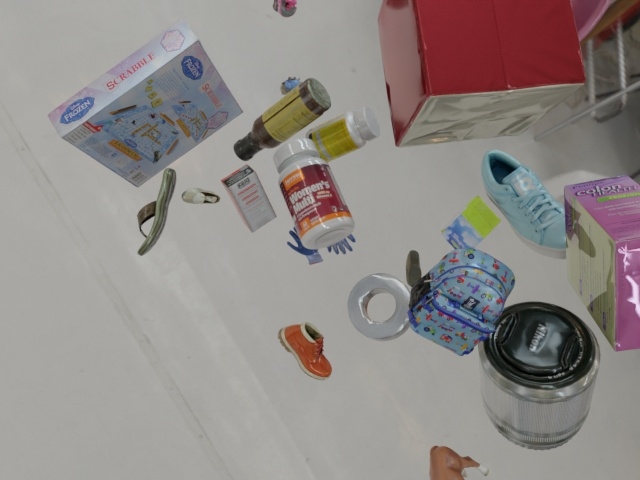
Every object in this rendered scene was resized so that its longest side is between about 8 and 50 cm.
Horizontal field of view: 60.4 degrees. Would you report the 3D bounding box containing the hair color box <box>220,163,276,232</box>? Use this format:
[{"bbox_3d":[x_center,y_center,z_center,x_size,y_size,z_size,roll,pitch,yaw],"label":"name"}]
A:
[{"bbox_3d":[-0.158,-0.092,1.226,0.072,0.043,0.141,-34,135,-13],"label":"hair color box"}]

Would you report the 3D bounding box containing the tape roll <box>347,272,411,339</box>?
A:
[{"bbox_3d":[0.202,0.221,1.830,0.072,0.219,0.219,46,44,-65],"label":"tape roll"}]

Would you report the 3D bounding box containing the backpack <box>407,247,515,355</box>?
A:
[{"bbox_3d":[0.261,0.105,0.997,0.158,0.173,0.117,31,41,-6],"label":"backpack"}]

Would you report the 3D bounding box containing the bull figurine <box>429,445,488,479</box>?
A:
[{"bbox_3d":[0.354,0.692,1.450,0.188,0.101,0.310,26,39,-9],"label":"bull figurine"}]

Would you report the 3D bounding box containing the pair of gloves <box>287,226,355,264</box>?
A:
[{"bbox_3d":[0.000,0.000,1.667,0.023,0.198,0.159,-86,154,-51],"label":"pair of gloves"}]

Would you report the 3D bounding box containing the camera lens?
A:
[{"bbox_3d":[0.440,0.277,1.127,0.219,0.219,0.274,-52,142,-31],"label":"camera lens"}]

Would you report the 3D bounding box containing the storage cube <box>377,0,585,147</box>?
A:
[{"bbox_3d":[0.186,-0.241,0.691,0.184,0.215,0.193,-6,82,-4],"label":"storage cube"}]

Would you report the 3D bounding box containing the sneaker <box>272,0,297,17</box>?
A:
[{"bbox_3d":[-0.067,-0.484,1.033,0.047,0.057,0.119,1,114,-32],"label":"sneaker"}]

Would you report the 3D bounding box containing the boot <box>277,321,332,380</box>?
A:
[{"bbox_3d":[-0.014,0.243,1.207,0.158,0.085,0.059,49,35,-17],"label":"boot"}]

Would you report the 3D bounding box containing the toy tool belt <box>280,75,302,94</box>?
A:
[{"bbox_3d":[-0.085,-0.486,1.712,0.083,0.051,0.052,-17,69,-17],"label":"toy tool belt"}]

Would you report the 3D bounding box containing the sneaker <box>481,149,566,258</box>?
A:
[{"bbox_3d":[0.515,-0.101,1.388,0.135,0.366,0.150,-39,136,3],"label":"sneaker"}]

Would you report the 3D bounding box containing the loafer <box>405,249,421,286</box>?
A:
[{"bbox_3d":[0.351,0.111,2.085,0.056,0.050,0.148,11,65,-6],"label":"loafer"}]

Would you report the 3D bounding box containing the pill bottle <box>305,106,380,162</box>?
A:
[{"bbox_3d":[0.068,-0.324,1.690,0.119,0.208,0.119,40,40,-44],"label":"pill bottle"}]

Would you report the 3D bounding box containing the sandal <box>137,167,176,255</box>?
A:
[{"bbox_3d":[-0.548,-0.096,1.799,0.086,0.120,0.302,15,83,-9],"label":"sandal"}]

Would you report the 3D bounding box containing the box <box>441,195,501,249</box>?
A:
[{"bbox_3d":[0.456,-0.038,1.692,0.178,0.042,0.109,-44,92,-12],"label":"box"}]

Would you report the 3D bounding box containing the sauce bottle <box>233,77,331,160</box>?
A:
[{"bbox_3d":[-0.125,-0.349,1.639,0.111,0.344,0.111,31,45,-38],"label":"sauce bottle"}]

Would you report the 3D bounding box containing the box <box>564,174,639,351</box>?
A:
[{"bbox_3d":[0.530,0.032,0.970,0.243,0.117,0.213,-82,160,-64],"label":"box"}]

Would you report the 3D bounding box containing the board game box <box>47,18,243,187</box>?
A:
[{"bbox_3d":[-0.349,-0.272,1.177,0.318,0.318,0.066,-35,76,-1],"label":"board game box"}]

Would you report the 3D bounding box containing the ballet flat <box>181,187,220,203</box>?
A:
[{"bbox_3d":[-0.408,-0.152,1.905,0.168,0.052,0.057,-12,123,-62],"label":"ballet flat"}]

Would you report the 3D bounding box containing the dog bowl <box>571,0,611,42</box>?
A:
[{"bbox_3d":[0.359,-0.492,1.010,0.408,0.408,0.150,18,31,-25],"label":"dog bowl"}]

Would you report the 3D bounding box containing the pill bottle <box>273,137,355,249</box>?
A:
[{"bbox_3d":[-0.020,-0.102,1.185,0.121,0.121,0.221,-10,68,-32],"label":"pill bottle"}]
